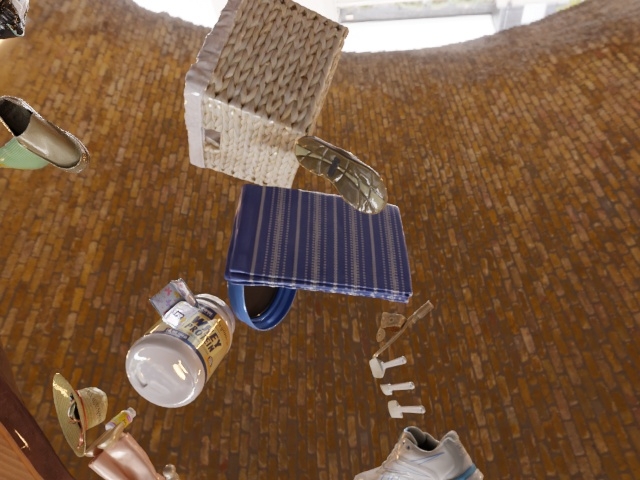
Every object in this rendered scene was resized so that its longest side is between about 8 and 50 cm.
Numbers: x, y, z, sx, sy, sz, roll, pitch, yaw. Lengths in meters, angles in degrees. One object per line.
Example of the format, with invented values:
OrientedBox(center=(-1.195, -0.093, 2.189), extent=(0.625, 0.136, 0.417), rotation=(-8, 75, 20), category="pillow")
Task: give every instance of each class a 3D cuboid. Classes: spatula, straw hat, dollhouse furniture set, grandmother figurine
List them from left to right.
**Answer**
OrientedBox(center=(-0.900, -0.199, 1.300), extent=(0.197, 0.301, 0.151), rotation=(-8, -90, 34), category="dollhouse furniture set")
OrientedBox(center=(-0.394, 0.283, 0.766), extent=(0.061, 0.145, 0.144), rotation=(-13, -138, -44), category="straw hat")
OrientedBox(center=(-0.396, 0.585, 1.060), extent=(0.342, 0.207, 0.104), rotation=(50, -140, -6), category="grandmother figurine")
OrientedBox(center=(0.194, 0.381, 1.187), extent=(0.019, 0.242, 0.168), rotation=(-13, -107, -16), category="spatula")

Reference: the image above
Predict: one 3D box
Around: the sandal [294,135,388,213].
OrientedBox(center=(0.039, -0.116, 0.752), extent=(0.180, 0.072, 0.049), rotation=(36, -146, 5), category="sandal")

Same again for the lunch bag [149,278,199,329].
OrientedBox(center=(-0.301, 0.133, 0.947), extent=(0.071, 0.053, 0.083), rotation=(-37, -93, 12), category="lunch bag")

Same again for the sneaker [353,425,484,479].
OrientedBox(center=(0.117, 0.296, 0.610), extent=(0.190, 0.071, 0.083), rotation=(-30, -105, 33), category="sneaker")

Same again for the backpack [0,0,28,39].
OrientedBox(center=(-0.554, -0.416, 0.717), extent=(0.144, 0.166, 0.188), rotation=(-12, -130, -1), category="backpack")

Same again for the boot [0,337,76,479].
OrientedBox(center=(-0.225, 0.113, 0.313), extent=(0.090, 0.249, 0.207), rotation=(-20, -129, -15), category="boot")

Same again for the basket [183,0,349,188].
OrientedBox(center=(-0.130, -0.331, 1.049), extent=(0.266, 0.328, 0.332), rotation=(21, -111, -7), category="basket")

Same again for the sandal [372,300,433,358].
OrientedBox(center=(0.209, 0.227, 1.274), extent=(0.240, 0.088, 0.079), rotation=(-34, -105, -24), category="sandal")

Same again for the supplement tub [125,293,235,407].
OrientedBox(center=(-0.403, 0.315, 1.367), extent=(0.228, 0.229, 0.316), rotation=(1, -160, 10), category="supplement tub")

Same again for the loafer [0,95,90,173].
OrientedBox(center=(-0.404, -0.150, 0.650), extent=(0.148, 0.050, 0.056), rotation=(36, -87, -10), category="loafer")

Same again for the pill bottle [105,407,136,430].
OrientedBox(center=(-0.588, 0.533, 1.343), extent=(0.043, 0.043, 0.083), rotation=(14, -155, 20), category="pill bottle")

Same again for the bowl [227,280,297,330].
OrientedBox(center=(-0.191, 0.118, 1.608), extent=(0.077, 0.391, 0.391), rotation=(8, -127, 25), category="bowl")

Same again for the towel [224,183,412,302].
OrientedBox(center=(0.000, 0.000, 0.864), extent=(0.335, 0.040, 0.243), rotation=(8, -131, -8), category="towel")
